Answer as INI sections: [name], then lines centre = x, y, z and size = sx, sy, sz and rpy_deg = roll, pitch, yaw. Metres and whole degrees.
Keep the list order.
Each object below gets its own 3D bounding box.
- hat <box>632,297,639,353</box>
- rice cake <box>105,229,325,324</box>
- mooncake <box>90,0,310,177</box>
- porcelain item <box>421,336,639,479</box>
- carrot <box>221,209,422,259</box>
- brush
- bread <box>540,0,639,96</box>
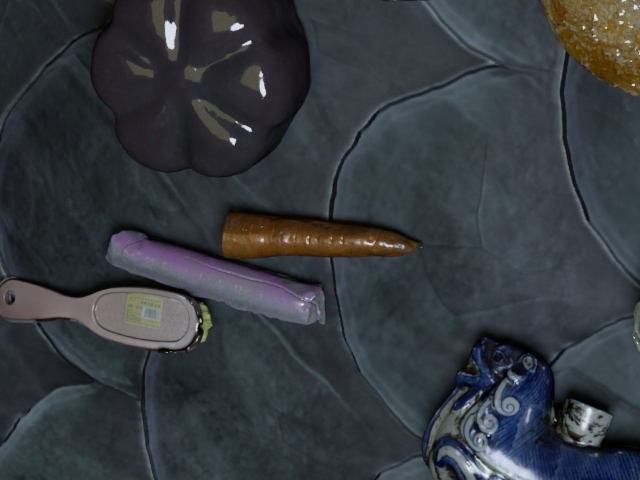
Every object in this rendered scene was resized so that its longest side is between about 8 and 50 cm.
[hat]
centre = 0.439, 0.090, 1.382
size = 0.244, 0.149, 0.214
rpy_deg = 17, 107, 42
[rice cake]
centre = -0.118, 0.042, 1.627
size = 0.269, 0.049, 0.055
rpy_deg = 17, 104, 16
[mooncake]
centre = -0.130, -0.188, 1.550
size = 0.244, 0.133, 0.245
rpy_deg = 6, 109, 18
[porcelain item]
centre = 0.252, 0.231, 1.498
size = 0.288, 0.138, 0.186
rpy_deg = 23, 90, 19
[carrot]
centre = 0.000, 0.000, 1.577
size = 0.224, 0.057, 0.057
rpy_deg = 4, 101, 17
[brush]
centre = -0.255, 0.085, 1.688
size = 0.312, 0.067, 0.072
rpy_deg = 5, 88, 30
[bread]
centre = 0.335, -0.282, 1.345
size = 0.305, 0.159, 0.306
rpy_deg = 4, 102, 20
